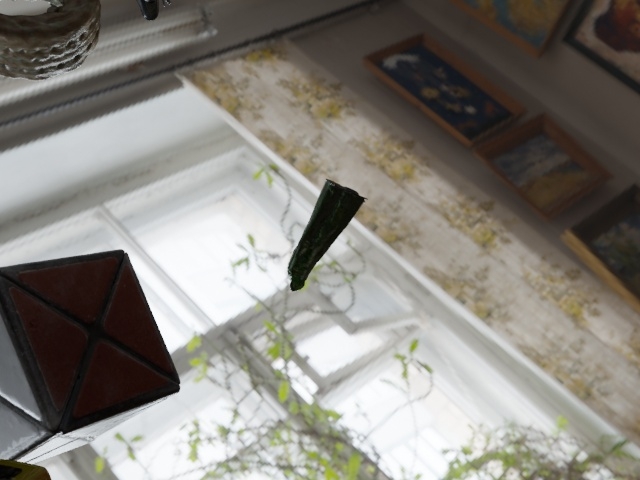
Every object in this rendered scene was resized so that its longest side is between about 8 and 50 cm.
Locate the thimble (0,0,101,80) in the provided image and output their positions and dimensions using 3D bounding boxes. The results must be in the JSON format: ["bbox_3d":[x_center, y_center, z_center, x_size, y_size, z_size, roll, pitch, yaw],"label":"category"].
[{"bbox_3d":[-0.444,-0.346,1.382,0.229,0.196,0.148,-17,-18,-18],"label":"thimble"}]

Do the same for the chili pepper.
[{"bbox_3d":[0.000,0.000,1.753,0.227,0.088,0.059,-63,-1,9],"label":"chili pepper"}]

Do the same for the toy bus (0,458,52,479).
[{"bbox_3d":[-0.438,0.384,1.037,0.331,0.145,0.151,-38,-55,-58],"label":"toy bus"}]

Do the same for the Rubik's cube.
[{"bbox_3d":[-0.406,0.185,1.401,0.260,0.254,0.259,-30,-12,37],"label":"Rubik's cube"}]

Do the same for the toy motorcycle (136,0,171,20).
[{"bbox_3d":[-0.277,-0.439,1.478,0.058,0.100,0.173,-9,-81,-21],"label":"toy motorcycle"}]
